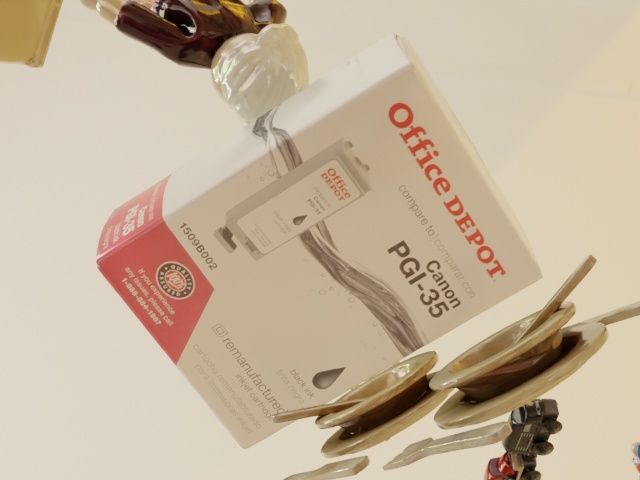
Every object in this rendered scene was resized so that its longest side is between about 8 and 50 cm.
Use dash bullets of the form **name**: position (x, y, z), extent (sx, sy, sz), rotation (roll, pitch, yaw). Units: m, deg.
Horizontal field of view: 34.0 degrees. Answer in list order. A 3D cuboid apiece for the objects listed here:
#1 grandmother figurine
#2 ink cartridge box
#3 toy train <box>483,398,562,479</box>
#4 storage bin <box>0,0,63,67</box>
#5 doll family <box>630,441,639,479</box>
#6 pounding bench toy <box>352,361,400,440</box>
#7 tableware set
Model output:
- **grandmother figurine**: position (-0.122, -0.214, 0.990), extent (0.207, 0.104, 0.342), rotation (-20, -131, -30)
- **ink cartridge box**: position (0.000, 0.000, 0.831), extent (0.283, 0.207, 0.117), rotation (-32, -161, 10)
- **toy train**: position (0.132, 0.167, 0.734), extent (0.036, 0.158, 0.027), rotation (5, -141, -5)
- **storage bin**: position (-0.203, -0.216, 0.468), extent (0.123, 0.262, 0.260), rotation (22, -78, 10)
- **doll family**: position (0.401, 0.283, 0.978), extent (0.118, 0.163, 0.263), rotation (-27, -124, -2)
- **pounding bench toy**: position (0.072, 0.160, 1.137), extent (0.065, 0.052, 0.083), rotation (-32, -132, -7)
- **tableware set**: position (0.056, 0.065, 0.515), extent (0.128, 0.194, 0.039), rotation (-30, -91, -36)
